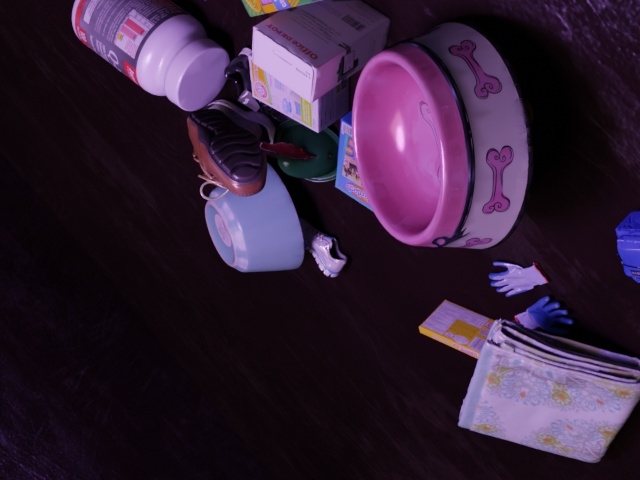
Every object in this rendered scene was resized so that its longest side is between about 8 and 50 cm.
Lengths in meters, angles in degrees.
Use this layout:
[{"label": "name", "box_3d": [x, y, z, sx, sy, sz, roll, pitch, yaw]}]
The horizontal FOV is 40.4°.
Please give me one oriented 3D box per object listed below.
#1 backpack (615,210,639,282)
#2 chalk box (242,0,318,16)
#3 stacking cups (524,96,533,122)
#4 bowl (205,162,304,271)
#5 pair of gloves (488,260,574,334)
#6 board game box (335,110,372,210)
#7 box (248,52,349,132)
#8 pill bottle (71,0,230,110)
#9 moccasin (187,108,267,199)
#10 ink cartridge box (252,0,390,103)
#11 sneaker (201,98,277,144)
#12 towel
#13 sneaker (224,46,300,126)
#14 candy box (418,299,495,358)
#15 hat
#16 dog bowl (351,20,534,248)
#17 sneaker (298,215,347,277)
[{"label": "backpack", "box_3d": [0.554, 0.023, 1.463, 0.098, 0.101, 0.120, 13, 137, 56]}, {"label": "chalk box", "box_3d": [-0.061, -0.532, 1.596, 0.289, 0.180, 0.179, 6, 128, 52]}, {"label": "stacking cups", "box_3d": [0.291, -0.150, 1.627, 0.096, 0.096, 0.316, 43, 149, 13]}, {"label": "bowl", "box_3d": [-0.186, -0.042, 2.233, 0.311, 0.163, 0.311, 50, 153, 37]}, {"label": "pair of gloves", "box_3d": [0.432, 0.119, 1.805, 0.198, 0.023, 0.159, 54, 150, -7]}, {"label": "board game box", "box_3d": [0.111, -0.161, 1.900, 0.160, 0.047, 0.210, 35, 146, 23]}, {"label": "box", "box_3d": [-0.046, -0.337, 1.862, 0.203, 0.103, 0.114, 33, 145, 28]}, {"label": "pill bottle", "box_3d": [-0.402, -0.476, 2.077, 0.363, 0.210, 0.210, 38, 148, 21]}, {"label": "moccasin", "box_3d": [-0.217, -0.178, 1.962, 0.380, 0.139, 0.147, 39, 138, 53]}, {"label": "ink cartridge box", "box_3d": [-0.001, -0.377, 1.641, 0.160, 0.219, 0.092, 38, 147, 21]}, {"label": "sneaker", "box_3d": [-0.226, -0.279, 2.163, 0.271, 0.108, 0.100, 20, 140, 43]}, {"label": "towel", "box_3d": [0.471, 0.327, 1.809, 0.320, 0.090, 0.374, 17, 141, 10]}, {"label": "sneaker", "box_3d": [-0.134, -0.326, 1.987, 0.234, 0.106, 0.078, 50, 151, 1]}, {"label": "candy box", "box_3d": [0.333, 0.205, 1.949, 0.206, 0.105, 0.027, 23, 139, 39]}, {"label": "hat", "box_3d": [-0.058, -0.158, 1.934, 0.208, 0.183, 0.173, 36, 134, -12]}, {"label": "dog bowl", "box_3d": [0.191, -0.170, 1.526, 0.408, 0.150, 0.408, 168, 90, -70]}, {"label": "sneaker", "box_3d": [0.000, 0.000, 2.222, 0.190, 0.071, 0.083, 46, 136, 2]}]
